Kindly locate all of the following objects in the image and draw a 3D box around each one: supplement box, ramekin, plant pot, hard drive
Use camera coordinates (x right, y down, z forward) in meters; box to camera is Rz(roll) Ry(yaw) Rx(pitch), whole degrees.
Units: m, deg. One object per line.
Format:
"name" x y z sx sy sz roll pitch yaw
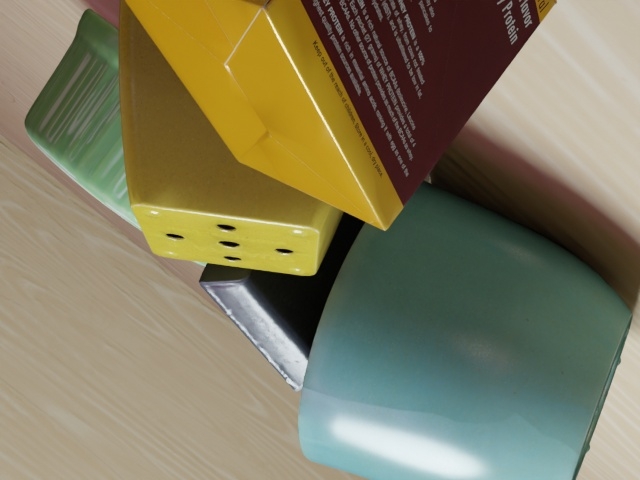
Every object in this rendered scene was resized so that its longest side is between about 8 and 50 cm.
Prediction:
"supplement box" 0.017 -0.150 0.571 0.129 0.194 0.191 27 162 35
"ramekin" -0.176 -0.104 1.105 0.303 0.148 0.303 38 -178 -2
"plant pot" -0.060 -0.084 0.819 0.212 0.187 0.212 8 163 0
"plant pot" 0.150 0.115 0.934 0.235 0.293 0.293 20 160 19
"hard drive" 0.000 0.000 0.973 0.054 0.254 0.172 -12 126 42
